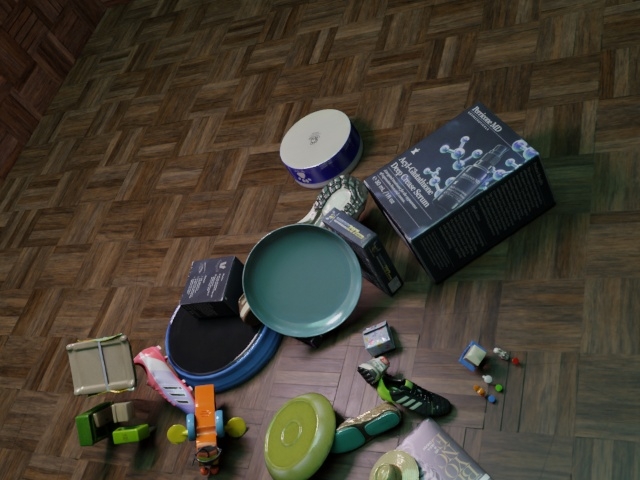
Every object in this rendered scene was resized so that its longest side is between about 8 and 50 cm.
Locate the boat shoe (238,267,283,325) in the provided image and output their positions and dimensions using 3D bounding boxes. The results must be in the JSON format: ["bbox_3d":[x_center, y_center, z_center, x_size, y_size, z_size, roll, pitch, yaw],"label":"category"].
[{"bbox_3d":[-0.143,0.116,2.022,0.257,0.095,0.095,-46,41,9],"label":"boat shoe"}]

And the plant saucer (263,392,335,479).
[{"bbox_3d":[-0.064,0.487,1.805,0.241,0.037,0.240,-32,38,30],"label":"plant saucer"}]

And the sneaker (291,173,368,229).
[{"bbox_3d":[0.000,0.000,2.121,0.410,0.182,0.158,-44,66,4],"label":"sneaker"}]

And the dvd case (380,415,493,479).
[{"bbox_3d":[0.259,0.526,1.636,0.164,0.018,0.221,-43,45,-5],"label":"dvd case"}]

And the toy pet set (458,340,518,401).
[{"bbox_3d":[0.389,0.304,1.721,0.114,0.065,0.122,35,79,8],"label":"toy pet set"}]

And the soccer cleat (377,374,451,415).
[{"bbox_3d":[0.222,0.368,1.717,0.179,0.072,0.060,12,41,15],"label":"soccer cleat"}]

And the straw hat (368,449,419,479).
[{"bbox_3d":[0.151,0.541,1.638,0.145,0.061,0.144,-19,55,30],"label":"straw hat"}]

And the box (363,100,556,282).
[{"bbox_3d":[0.372,-0.132,1.956,0.396,0.212,0.293,-35,44,2],"label":"box"}]

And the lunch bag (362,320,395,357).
[{"bbox_3d":[0.150,0.253,1.897,0.071,0.053,0.083,-23,37,12],"label":"lunch bag"}]

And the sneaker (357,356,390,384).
[{"bbox_3d":[0.137,0.315,1.797,0.075,0.161,0.057,-38,81,-9],"label":"sneaker"}]

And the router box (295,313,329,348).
[{"bbox_3d":[-0.018,0.202,2.044,0.133,0.046,0.178,20,68,39],"label":"router box"}]

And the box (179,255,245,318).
[{"bbox_3d":[-0.311,0.139,2.133,0.158,0.093,0.155,-8,52,28],"label":"box"}]

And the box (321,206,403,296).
[{"bbox_3d":[0.115,0.031,1.965,0.059,0.232,0.183,-44,45,-12],"label":"box"}]

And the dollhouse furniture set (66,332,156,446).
[{"bbox_3d":[-0.584,0.414,2.057,0.198,0.151,0.301,-10,89,13],"label":"dollhouse furniture set"}]

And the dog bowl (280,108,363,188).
[{"bbox_3d":[0.002,-0.305,2.396,0.265,0.104,0.264,-17,48,20],"label":"dog bowl"}]

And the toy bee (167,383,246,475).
[{"bbox_3d":[-0.309,0.527,1.899,0.195,0.162,0.298,5,27,12],"label":"toy bee"}]

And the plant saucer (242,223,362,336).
[{"bbox_3d":[-0.048,0.105,1.936,0.318,0.317,0.043,-30,13,7],"label":"plant saucer"}]

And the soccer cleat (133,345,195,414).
[{"bbox_3d":[-0.436,0.412,2.048,0.095,0.083,0.248,-33,76,-24],"label":"soccer cleat"}]

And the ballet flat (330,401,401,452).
[{"bbox_3d":[0.103,0.455,1.767,0.206,0.073,0.067,-25,19,9],"label":"ballet flat"}]

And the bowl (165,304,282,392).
[{"bbox_3d":[-0.291,0.257,2.147,0.391,0.077,0.391,-17,48,20],"label":"bowl"}]
